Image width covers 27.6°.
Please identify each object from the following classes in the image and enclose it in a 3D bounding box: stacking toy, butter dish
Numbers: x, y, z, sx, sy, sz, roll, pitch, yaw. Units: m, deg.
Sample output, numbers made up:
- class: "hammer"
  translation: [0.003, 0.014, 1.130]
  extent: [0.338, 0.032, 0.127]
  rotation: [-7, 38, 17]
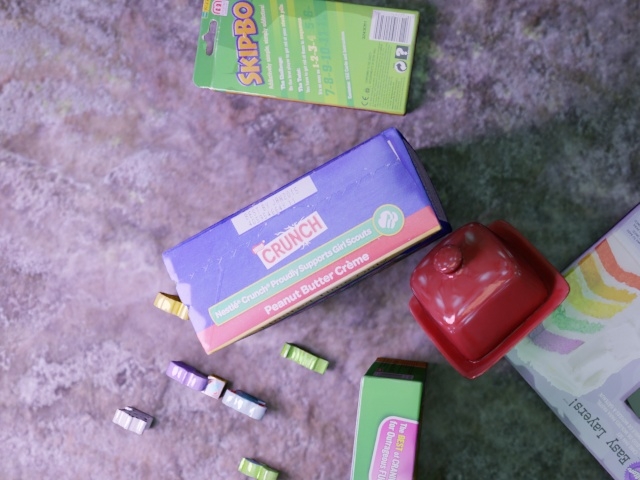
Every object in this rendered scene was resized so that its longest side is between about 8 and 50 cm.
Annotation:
- class: "stacking toy"
  translation: [-0.123, 0.178, 1.559]
  extent: [0.221, 0.052, 0.167]
  rotation: [23, 93, 7]
- class: "butter dish"
  translation: [0.166, 0.045, 1.461]
  extent: [0.160, 0.118, 0.160]
  rotation: [-43, 44, 6]

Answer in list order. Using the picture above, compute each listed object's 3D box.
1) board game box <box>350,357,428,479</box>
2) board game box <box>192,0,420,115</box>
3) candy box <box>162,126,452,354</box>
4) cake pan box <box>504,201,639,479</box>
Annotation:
- class: "board game box"
  translation: [0.069, 0.296, 1.437]
  extent: [0.064, 0.242, 0.316]
  rotation: [6, 91, 6]
- class: "board game box"
  translation: [-0.018, -0.226, 1.558]
  extent: [0.259, 0.039, 0.124]
  rotation: [8, 90, 5]
- class: "candy box"
  translation: [0.000, 0.000, 1.410]
  extent: [0.268, 0.317, 0.122]
  rotation: [-28, 86, 7]
- class: "cake pan box"
  translation: [0.367, 0.129, 1.485]
  extent: [0.246, 0.070, 0.267]
  rotation: [-41, 84, 8]
